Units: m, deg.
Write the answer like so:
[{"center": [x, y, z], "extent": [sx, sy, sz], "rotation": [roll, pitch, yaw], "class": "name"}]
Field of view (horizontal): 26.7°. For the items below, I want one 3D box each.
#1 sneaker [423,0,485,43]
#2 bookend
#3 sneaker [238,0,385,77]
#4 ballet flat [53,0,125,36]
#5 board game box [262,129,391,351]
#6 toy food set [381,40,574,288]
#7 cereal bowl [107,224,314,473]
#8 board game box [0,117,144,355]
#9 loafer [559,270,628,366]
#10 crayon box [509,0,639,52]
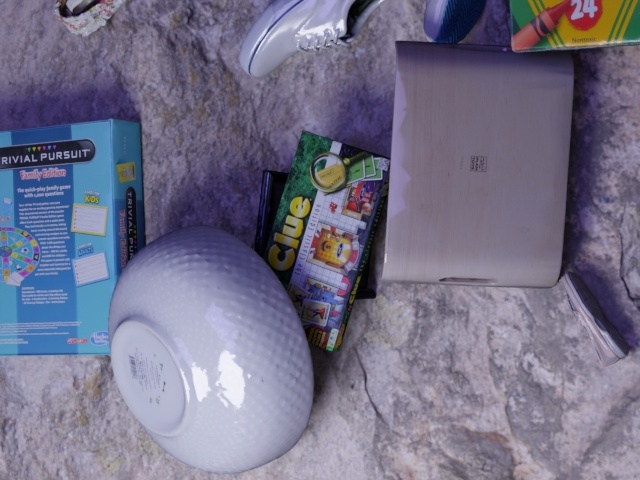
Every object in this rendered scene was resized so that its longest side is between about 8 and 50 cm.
[{"center": [0.162, -0.358, 1.728], "extent": [0.092, 0.087, 0.229], "rotation": [8, 86, 33], "class": "sneaker"}, {"center": [-0.002, -0.007, 1.803], "extent": [0.157, 0.072, 0.156], "rotation": [8, 93, 25], "class": "bookend"}, {"center": [0.000, -0.294, 1.794], "extent": [0.258, 0.094, 0.091], "rotation": [-40, 69, 19], "class": "sneaker"}, {"center": [-0.298, -0.392, 1.951], "extent": [0.091, 0.077, 0.241], "rotation": [47, 108, 20], "class": "ballet flat"}, {"center": [0.000, 0.000, 1.747], "extent": [0.136, 0.030, 0.260], "rotation": [19, 96, 26], "class": "board game box"}, {"center": [0.193, -0.094, 1.684], "extent": [0.219, 0.092, 0.306], "rotation": [3, 92, -2], "class": "toy food set"}, {"center": [-0.171, 0.159, 1.773], "extent": [0.339, 0.141, 0.339], "rotation": [22, 123, 39], "class": "cereal bowl"}, {"center": [-0.383, 0.001, 1.986], "extent": [0.253, 0.079, 0.336], "rotation": [-3, 88, 26], "class": "board game box"}, {"center": [0.328, 0.098, 1.659], "extent": [0.039, 0.045, 0.125], "rotation": [-40, 76, 27], "class": "loafer"}, {"center": [0.317, -0.381, 1.554], "extent": [0.202, 0.081, 0.319], "rotation": [2, 99, 40], "class": "crayon box"}]
